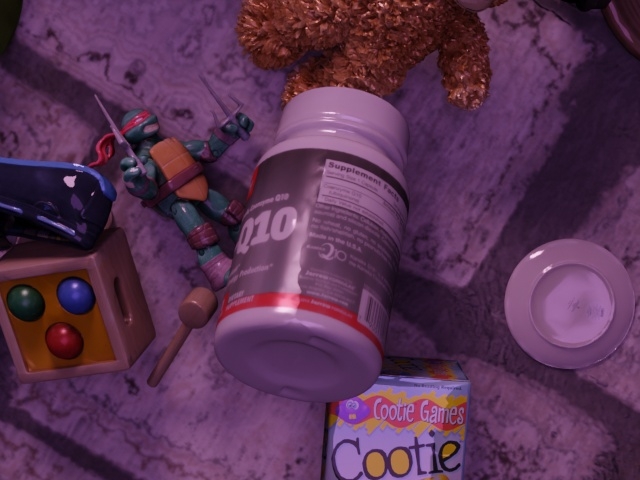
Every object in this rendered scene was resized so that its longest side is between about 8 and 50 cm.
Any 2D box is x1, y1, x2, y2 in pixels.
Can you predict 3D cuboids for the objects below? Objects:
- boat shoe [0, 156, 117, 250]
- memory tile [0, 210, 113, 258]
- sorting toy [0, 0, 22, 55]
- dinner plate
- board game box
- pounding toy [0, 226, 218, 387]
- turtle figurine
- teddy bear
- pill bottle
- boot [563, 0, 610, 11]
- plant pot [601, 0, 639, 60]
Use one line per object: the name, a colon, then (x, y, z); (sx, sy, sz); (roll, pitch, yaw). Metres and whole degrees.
boat shoe: (-0.334, -0.033, 1.510); (0.258, 0.109, 0.089); (0, 69, 29)
memory tile: (-0.290, -0.004, 1.599); (0.148, 0.012, 0.113); (-23, 94, 2)
sorting toy: (-0.378, -0.279, 1.531); (0.126, 0.127, 0.366); (13, 93, 10)
dinner plate: (0.268, 0.069, 1.609); (0.141, 0.017, 0.141); (0, 95, -2)
board game box: (0.070, 0.265, 1.558); (0.142, 0.144, 0.275); (4, 94, -1)
pounding toy: (-0.213, 0.088, 1.531); (0.206, 0.094, 0.181); (-9, 109, 18)
turtle figurine: (-0.138, -0.069, 1.547); (0.175, 0.118, 0.234); (-40, 98, -35)
teddy bear: (0.068, -0.225, 1.486); (0.338, 0.113, 0.245); (-9, 111, 24)
pill bottle: (0.000, 0.000, 1.472); (0.161, 0.161, 0.283); (12, 58, -2)
boot: (0.147, -0.381, 1.516); (0.260, 0.131, 0.348); (-13, 91, -1)
plant pot: (0.406, -0.284, 1.537); (0.237, 0.110, 0.237); (0, 95, -1)
